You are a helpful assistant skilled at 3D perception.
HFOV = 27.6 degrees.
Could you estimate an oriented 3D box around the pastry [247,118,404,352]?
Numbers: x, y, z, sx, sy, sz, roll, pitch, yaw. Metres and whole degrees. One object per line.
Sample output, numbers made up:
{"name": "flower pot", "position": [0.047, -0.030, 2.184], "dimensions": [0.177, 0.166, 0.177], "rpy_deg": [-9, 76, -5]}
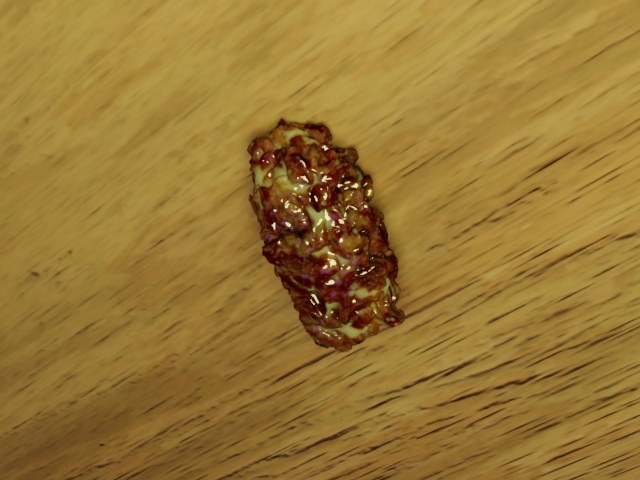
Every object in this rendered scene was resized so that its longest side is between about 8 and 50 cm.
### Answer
{"name": "pastry", "position": [0.002, 0.000, 1.112], "dimensions": [0.115, 0.097, 0.209], "rpy_deg": [-11, 127, 12]}
